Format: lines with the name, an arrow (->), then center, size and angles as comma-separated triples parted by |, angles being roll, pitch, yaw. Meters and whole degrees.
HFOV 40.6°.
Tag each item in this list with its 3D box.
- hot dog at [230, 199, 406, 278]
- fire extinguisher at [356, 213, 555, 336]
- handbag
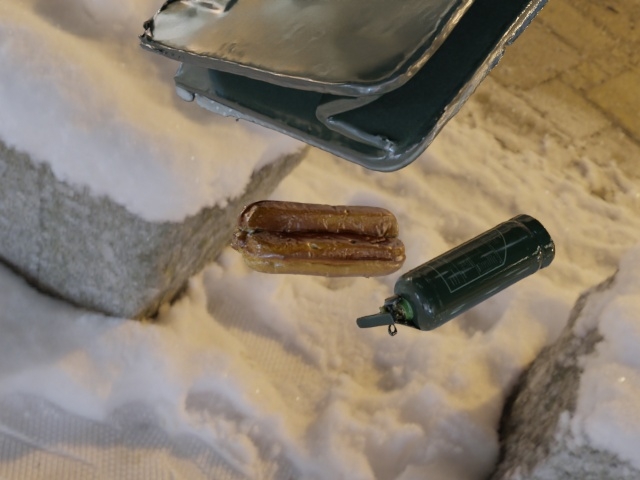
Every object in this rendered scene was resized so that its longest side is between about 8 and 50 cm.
hot dog -> 0.000, 0.000, 0.760 | 0.165, 0.045, 0.071 | 2, 61, -28
fire extinguisher -> 0.203, 0.060, 1.305 | 0.311, 0.114, 0.095 | -26, 103, -24
handbag -> 0.025, -0.187, 0.613 | 0.260, 0.079, 0.247 | 25, 70, 41
